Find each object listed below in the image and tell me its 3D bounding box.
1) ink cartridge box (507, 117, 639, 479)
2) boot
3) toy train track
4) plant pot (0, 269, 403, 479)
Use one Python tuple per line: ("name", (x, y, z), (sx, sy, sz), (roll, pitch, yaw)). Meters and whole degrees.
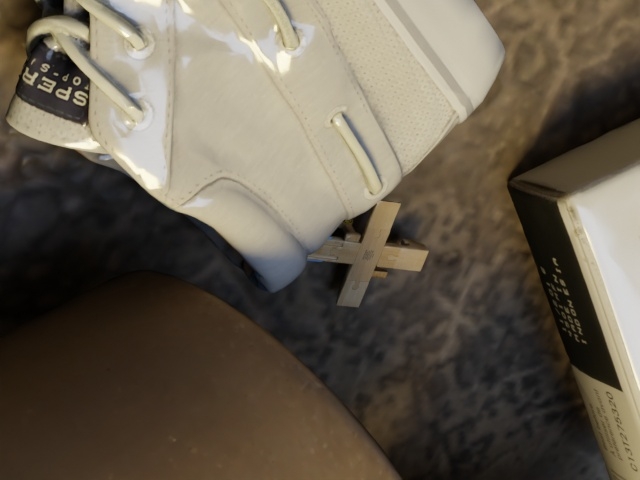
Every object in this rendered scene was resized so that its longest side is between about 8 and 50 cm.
("ink cartridge box", (0.271, -0.016, 0.666), (0.371, 0.069, 0.175), (-24, 106, -12))
("boot", (-0.050, -0.080, 0.462), (0.123, 0.095, 0.258), (-49, 130, -3))
("toy train track", (0.000, 0.000, 0.594), (0.083, 0.014, 0.048), (7, 122, -25))
("plant pot", (-0.087, 0.137, 0.498), (0.229, 0.263, 0.263), (-43, 131, -21))
